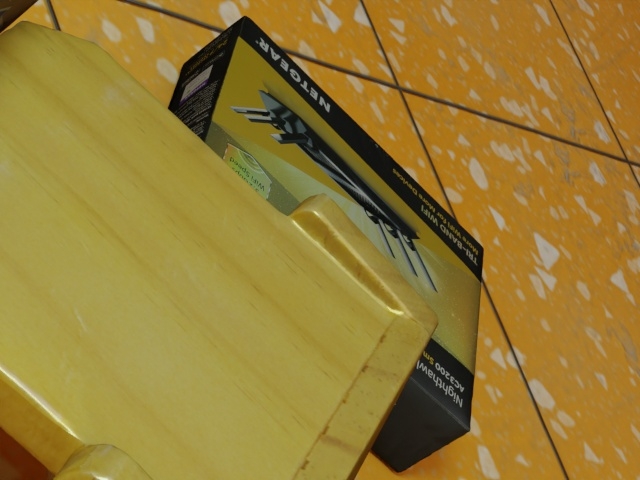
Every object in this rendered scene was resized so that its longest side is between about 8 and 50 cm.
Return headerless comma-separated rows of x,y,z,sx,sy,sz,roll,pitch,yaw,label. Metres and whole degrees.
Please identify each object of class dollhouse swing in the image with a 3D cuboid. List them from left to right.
-0.139,0.105,0.987,0.305,0.315,0.347,29,29,5,dollhouse swing

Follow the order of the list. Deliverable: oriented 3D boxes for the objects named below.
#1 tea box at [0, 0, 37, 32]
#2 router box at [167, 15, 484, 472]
-0.318,-0.204,0.897,0.323,0.220,0.329,51,8,-6,tea box
0.000,0.000,1.407,0.309,0.081,0.243,42,31,-22,router box
